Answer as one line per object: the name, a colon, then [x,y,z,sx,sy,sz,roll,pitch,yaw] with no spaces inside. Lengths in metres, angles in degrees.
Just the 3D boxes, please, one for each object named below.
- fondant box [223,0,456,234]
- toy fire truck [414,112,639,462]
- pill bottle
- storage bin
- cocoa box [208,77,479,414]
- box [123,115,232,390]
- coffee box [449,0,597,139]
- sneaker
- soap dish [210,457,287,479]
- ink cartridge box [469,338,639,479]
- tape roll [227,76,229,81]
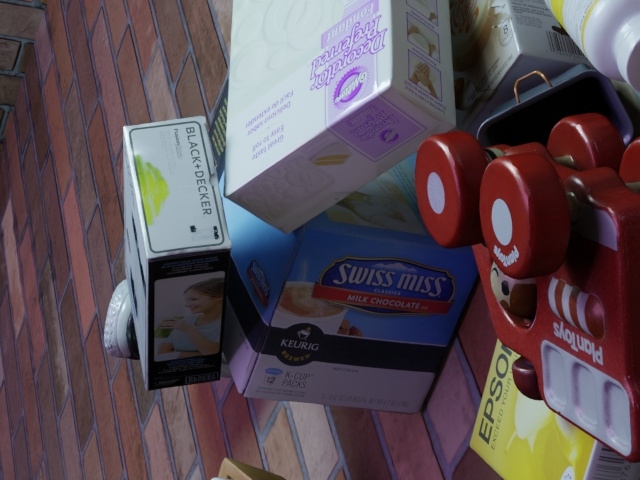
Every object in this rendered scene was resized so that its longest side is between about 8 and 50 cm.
fondant box: [0.017,-0.202,1.770,0.238,0.096,0.330,-32,43,34]
toy fire truck: [0.203,0.033,1.454,0.302,0.169,0.254,-152,55,-66]
pill bottle: [0.276,-0.208,1.555,0.184,0.103,0.103,-115,39,-51]
storage bin: [0.216,-0.118,1.620,0.098,0.135,0.091,59,-168,-16]
cocoa box: [0.000,0.000,1.973,0.347,0.231,0.228,-117,43,-53]
box: [-0.156,0.019,1.820,0.290,0.087,0.169,101,159,-59]
coffee box: [0.191,-0.236,1.767,0.141,0.098,0.246,125,145,-47]
sneaker: [-0.160,0.118,2.454,0.366,0.210,0.137,-19,-60,-77]
soap dish: [-0.033,0.416,1.979,0.291,0.118,0.229,32,115,42]
ink cartridge box: [0.228,0.087,1.628,0.307,0.072,0.303,-143,63,-62]
tape roll: [-0.051,-0.134,2.342,0.392,0.072,0.392,-172,90,-68]
